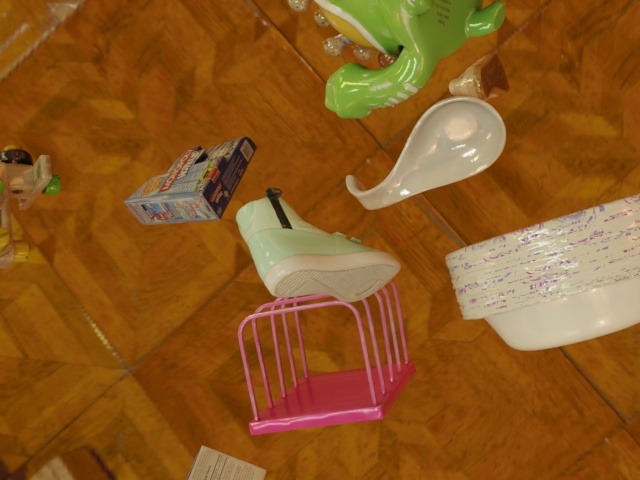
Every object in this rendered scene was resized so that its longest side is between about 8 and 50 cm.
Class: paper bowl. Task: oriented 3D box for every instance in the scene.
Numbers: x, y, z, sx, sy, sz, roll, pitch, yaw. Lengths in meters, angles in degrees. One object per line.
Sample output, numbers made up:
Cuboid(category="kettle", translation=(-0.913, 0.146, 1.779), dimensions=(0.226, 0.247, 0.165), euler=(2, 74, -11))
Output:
Cuboid(category="paper bowl", translation=(0.310, 0.044, 1.137), dimensions=(0.284, 0.284, 0.148), euler=(-18, 87, 11))

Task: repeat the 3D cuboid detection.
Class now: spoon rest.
Cuboid(category="spoon rest", translation=(0.158, -0.123, 1.402), dimensions=(0.276, 0.084, 0.137), euler=(-31, 119, 30))

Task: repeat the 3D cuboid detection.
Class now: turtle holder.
Cuboid(category="turtle holder", translation=(0.101, -0.336, 1.177), dimensions=(0.227, 0.243, 0.321), euler=(12, 122, 38))

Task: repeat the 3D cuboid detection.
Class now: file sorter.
Cuboid(category="file sorter", translation=(0.014, 0.165, 1.428), dimensions=(0.202, 0.290, 0.182), euler=(-10, 93, 16))

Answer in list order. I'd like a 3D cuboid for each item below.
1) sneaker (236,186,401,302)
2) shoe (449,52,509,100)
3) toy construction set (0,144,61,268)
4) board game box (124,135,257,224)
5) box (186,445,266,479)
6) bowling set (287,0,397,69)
Cuboid(category="sneaker", translation=(0.000, 0.000, 1.229), dimensions=(0.094, 0.255, 0.151), euler=(-47, 58, 27))
Cuboid(category="shoe", translation=(0.277, -0.278, 1.572), dimensions=(0.058, 0.219, 0.077), euler=(-13, 98, 27))
Cuboid(category="toy construction set", translation=(-0.513, -0.013, 1.382), dimensions=(0.257, 0.237, 0.309), euler=(52, 127, 33))
Cuboid(category="board game box", translation=(-0.227, -0.098, 1.539), dimensions=(0.194, 0.060, 0.194), euler=(-12, 36, 30))
Cuboid(category="box", translation=(-0.185, 0.469, 1.693), dimensions=(0.137, 0.126, 0.072), euler=(22, 119, -2))
Cuboid(category="bowling set", translation=(0.068, -0.399, 1.765), dimensions=(0.154, 0.287, 0.200), euler=(-24, 75, 39))
